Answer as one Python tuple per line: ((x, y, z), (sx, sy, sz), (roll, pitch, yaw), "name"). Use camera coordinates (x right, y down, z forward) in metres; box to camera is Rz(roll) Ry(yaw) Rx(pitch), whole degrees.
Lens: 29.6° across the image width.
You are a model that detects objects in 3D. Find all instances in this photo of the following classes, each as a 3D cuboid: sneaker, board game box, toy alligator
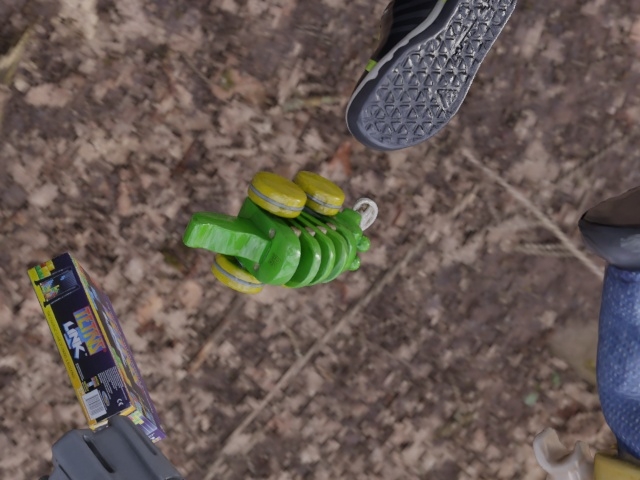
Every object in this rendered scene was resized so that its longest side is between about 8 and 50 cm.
((0.086, -0.165, 1.063), (0.235, 0.097, 0.084), (-50, 124, -25), "sneaker")
((-0.215, 0.113, 1.180), (0.048, 0.170, 0.141), (-26, 160, -2), "board game box")
((0.000, 0.000, 0.632), (0.189, 0.051, 0.056), (-5, 127, -60), "toy alligator")

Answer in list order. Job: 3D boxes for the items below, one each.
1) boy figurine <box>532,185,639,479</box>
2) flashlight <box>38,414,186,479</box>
((0.165, 0.124, 0.457), (0.092, 0.177, 0.285), (-23, 110, -49), "boy figurine")
((-0.052, 0.243, 0.733), (0.103, 0.304, 0.103), (-14, 143, -47), "flashlight")
